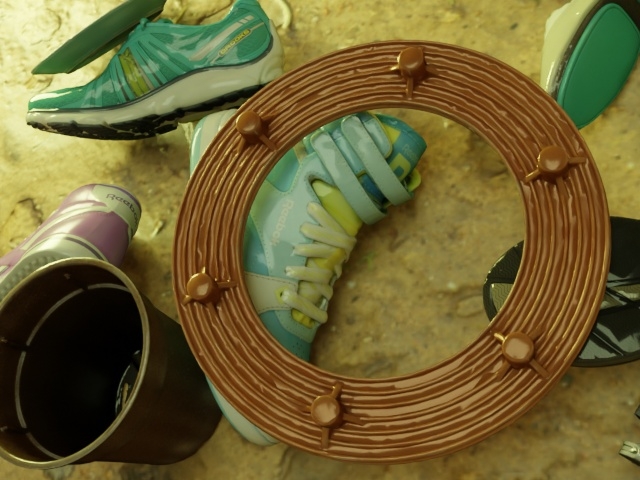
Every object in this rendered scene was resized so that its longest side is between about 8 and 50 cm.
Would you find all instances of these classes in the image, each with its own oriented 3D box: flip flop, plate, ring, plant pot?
[{"bbox_3d":[0.259,0.027,0.614,0.276,0.080,0.112,-18,63,-1],"label":"flip flop"},{"bbox_3d":[-0.228,-0.224,0.898,0.188,0.024,0.188,-32,16,10],"label":"plate"},{"bbox_3d":[0.040,-0.007,0.620,0.336,0.032,0.337,-6,69,15],"label":"ring"},{"bbox_3d":[-0.174,0.120,0.710,0.166,0.165,0.167,-9,66,20],"label":"plant pot"}]

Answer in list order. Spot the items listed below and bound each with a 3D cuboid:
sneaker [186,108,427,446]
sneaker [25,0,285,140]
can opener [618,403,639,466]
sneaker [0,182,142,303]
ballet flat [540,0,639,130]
[{"bbox_3d":[0.000,0.000,0.706,0.208,0.127,0.319,-17,65,19],"label":"sneaker"},{"bbox_3d":[-0.171,-0.169,0.852,0.275,0.107,0.110,-15,87,7],"label":"sneaker"},{"bbox_3d":[0.327,0.182,0.515,0.283,0.076,0.095,26,82,29],"label":"can opener"},{"bbox_3d":[-0.286,0.035,0.849,0.282,0.102,0.161,-24,29,29],"label":"sneaker"},{"bbox_3d":[0.245,-0.198,0.714,0.086,0.086,0.248,32,83,31],"label":"ballet flat"}]
